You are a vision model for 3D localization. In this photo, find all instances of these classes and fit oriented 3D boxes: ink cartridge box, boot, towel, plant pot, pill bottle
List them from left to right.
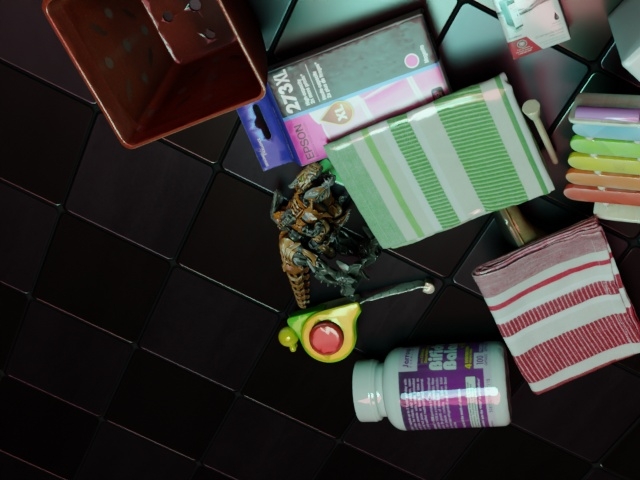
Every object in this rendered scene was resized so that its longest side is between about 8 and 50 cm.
[{"bbox_3d":[-0.236,-0.349,1.509,0.267,0.236,0.267,-18,116,19],"label":"plant pot"},{"bbox_3d":[0.031,-0.245,1.580,0.370,0.069,0.176,-17,110,17],"label":"ink cartridge box"},{"bbox_3d":[0.222,0.292,1.848,0.301,0.169,0.169,-6,120,13],"label":"pill bottle"},{"bbox_3d":[0.204,-0.125,1.576,0.324,0.038,0.248,-20,121,19],"label":"towel"},{"bbox_3d":[0.334,-0.376,1.490,0.099,0.056,0.135,-18,116,21],"label":"ink cartridge box"},{"bbox_3d":[0.419,0.016,1.698,0.115,0.112,0.305,-36,116,10],"label":"boot"},{"bbox_3d":[0.440,0.130,1.682,0.237,0.037,0.329,-25,121,10],"label":"towel"}]

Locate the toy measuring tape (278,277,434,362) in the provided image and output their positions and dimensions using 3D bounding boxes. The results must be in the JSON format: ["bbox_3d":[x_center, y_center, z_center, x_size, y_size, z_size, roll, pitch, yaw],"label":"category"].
[{"bbox_3d":[0.077,0.168,1.839,0.330,0.121,0.121,-15,117,10],"label":"toy measuring tape"}]

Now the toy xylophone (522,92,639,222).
[{"bbox_3d":[0.456,-0.138,1.491,0.236,0.081,0.322,4,154,35],"label":"toy xylophone"}]

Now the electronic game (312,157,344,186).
[{"bbox_3d":[0.073,-0.193,1.655,0.229,0.048,0.229,5,122,8],"label":"electronic game"}]

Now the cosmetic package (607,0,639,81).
[{"bbox_3d":[0.665,-0.219,1.422,0.453,0.230,0.161,39,121,-12],"label":"cosmetic package"}]

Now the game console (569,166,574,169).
[{"bbox_3d":[0.512,-0.122,1.604,0.122,0.107,0.071,24,94,-5],"label":"game console"}]

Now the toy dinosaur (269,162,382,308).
[{"bbox_3d":[0.000,0.000,1.754,0.218,0.164,0.322,24,153,13],"label":"toy dinosaur"}]
